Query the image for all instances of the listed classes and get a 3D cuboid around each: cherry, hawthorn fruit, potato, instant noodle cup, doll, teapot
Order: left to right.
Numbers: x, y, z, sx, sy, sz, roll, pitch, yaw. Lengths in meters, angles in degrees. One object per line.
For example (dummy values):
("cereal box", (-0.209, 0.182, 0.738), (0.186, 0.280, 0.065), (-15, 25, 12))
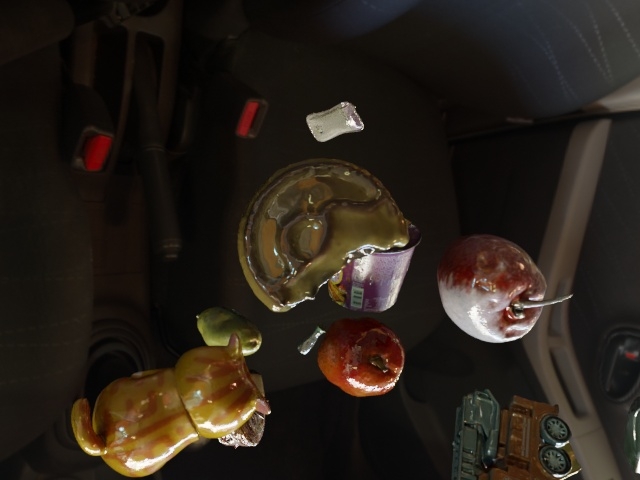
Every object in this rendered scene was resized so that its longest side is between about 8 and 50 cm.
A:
("doll", (-0.236, 0.270, 0.856), (0.270, 0.162, 0.166), (-25, 92, -15))
("potato", (-0.305, 0.307, 1.773), (0.169, 0.248, 0.143), (-10, 113, -51))
("teapot", (-0.023, 0.281, 1.508), (0.043, 0.042, 0.110), (8, 133, -45))
("hawthorn fruit", (0.148, 0.385, 1.704), (0.287, 0.330, 0.287), (1, 88, -16))
("instant noodle cup", (0.164, 0.071, 1.811), (0.340, 0.340, 0.265), (-22, 128, -39))
("cherry", (0.494, 0.135, 1.541), (0.291, 0.335, 0.326), (-32, 95, -1))

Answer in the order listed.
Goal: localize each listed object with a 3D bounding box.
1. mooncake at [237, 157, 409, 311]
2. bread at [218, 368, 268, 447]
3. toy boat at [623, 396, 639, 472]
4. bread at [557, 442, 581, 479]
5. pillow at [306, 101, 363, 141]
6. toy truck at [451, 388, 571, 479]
("mooncake", (0.000, 0.000, 1.286), (0.393, 0.246, 0.394), (21, 86, -4))
("bread", (-0.225, 0.481, 1.503), (0.224, 0.143, 0.211), (48, 35, -69))
("toy boat", (0.890, 0.519, 1.428), (0.319, 0.092, 0.141), (65, 28, -42))
("bread", (0.507, 0.505, 1.175), (0.139, 0.084, 0.074), (2, 55, -39))
("pillow", (0.050, -0.450, 1.993), (0.130, 0.233, 0.038), (54, 45, -31))
("toy truck", (0.309, 0.430, 0.895), (0.133, 0.185, 0.338), (101, 11, -46))
